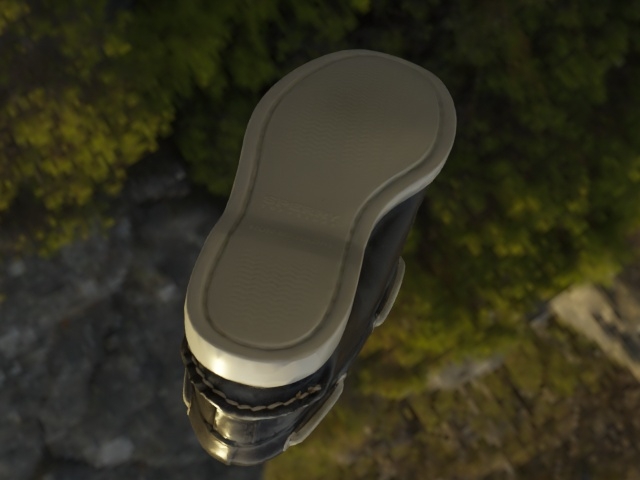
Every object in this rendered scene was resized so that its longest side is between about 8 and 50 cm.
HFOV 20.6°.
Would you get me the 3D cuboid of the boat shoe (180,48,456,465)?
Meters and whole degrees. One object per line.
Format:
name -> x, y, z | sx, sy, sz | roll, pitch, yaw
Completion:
boat shoe -> 0.000, 0.000, 0.402 | 0.046, 0.125, 0.038 | 15, 130, 5
